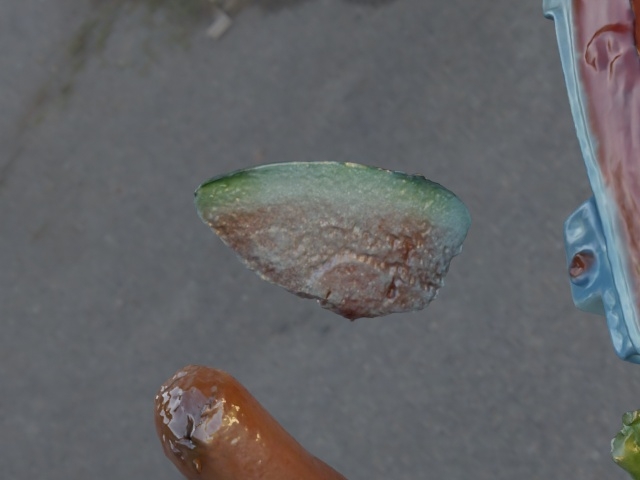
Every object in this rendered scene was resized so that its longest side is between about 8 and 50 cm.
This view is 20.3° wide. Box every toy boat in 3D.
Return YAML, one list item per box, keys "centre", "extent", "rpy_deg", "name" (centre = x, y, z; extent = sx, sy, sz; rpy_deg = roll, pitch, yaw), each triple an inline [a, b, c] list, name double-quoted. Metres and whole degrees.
- centre: [0.208, -0.068, 1.115]
  extent: [0.133, 0.145, 0.332]
  rpy_deg: [-41, 46, 50]
  name: "toy boat"

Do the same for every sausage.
- centre: [0.021, 0.192, 1.156]
  extent: [0.087, 0.326, 0.079]
  rpy_deg: [-42, 25, 24]
  name: "sausage"

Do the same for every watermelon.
- centre: [0.000, -0.010, 1.123]
  extent: [0.081, 0.180, 0.094]
  rpy_deg: [-10, 59, 67]
  name: "watermelon"

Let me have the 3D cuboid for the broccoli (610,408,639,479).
- centre: [0.387, 0.202, 1.468]
  extent: [0.254, 0.302, 0.186]
  rpy_deg: [-26, 73, 3]
  name: "broccoli"
